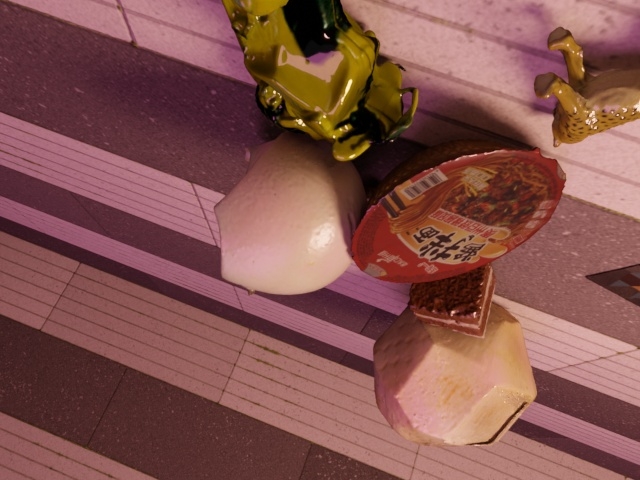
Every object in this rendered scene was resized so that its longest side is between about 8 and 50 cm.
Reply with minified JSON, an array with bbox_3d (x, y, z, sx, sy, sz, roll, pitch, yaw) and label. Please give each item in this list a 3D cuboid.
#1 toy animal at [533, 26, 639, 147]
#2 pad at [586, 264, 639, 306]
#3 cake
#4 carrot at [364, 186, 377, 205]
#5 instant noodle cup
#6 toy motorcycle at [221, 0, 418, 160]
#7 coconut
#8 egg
[{"bbox_3d":[0.282,-0.138,0.417,0.181,0.073,0.136,-12,150,36],"label":"toy animal"},{"bbox_3d":[0.534,0.065,0.723,0.142,0.003,0.211,26,158,-10],"label":"pad"},{"bbox_3d":[0.253,0.098,0.910,0.135,0.135,0.147,8,164,32],"label":"cake"},{"bbox_3d":[0.113,-0.019,0.847,0.067,0.067,0.225,9,157,31],"label":"carrot"},{"bbox_3d":[0.158,-0.049,0.623,0.273,0.091,0.274,-10,148,-6],"label":"instant noodle cup"},{"bbox_3d":[-0.007,-0.189,0.459,0.205,0.143,0.342,15,159,15],"label":"toy motorcycle"},{"bbox_3d":[0.298,0.277,1.074,0.352,0.353,0.353,19,159,8],"label":"coconut"},{"bbox_3d":[-0.020,-0.064,0.662,0.206,0.271,0.162,21,139,-7],"label":"egg"}]
